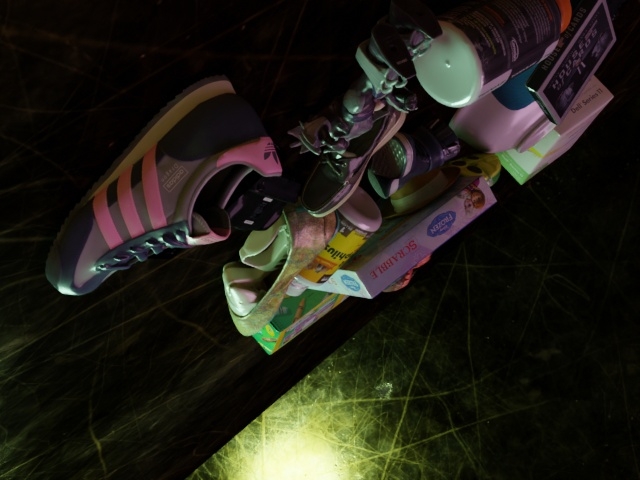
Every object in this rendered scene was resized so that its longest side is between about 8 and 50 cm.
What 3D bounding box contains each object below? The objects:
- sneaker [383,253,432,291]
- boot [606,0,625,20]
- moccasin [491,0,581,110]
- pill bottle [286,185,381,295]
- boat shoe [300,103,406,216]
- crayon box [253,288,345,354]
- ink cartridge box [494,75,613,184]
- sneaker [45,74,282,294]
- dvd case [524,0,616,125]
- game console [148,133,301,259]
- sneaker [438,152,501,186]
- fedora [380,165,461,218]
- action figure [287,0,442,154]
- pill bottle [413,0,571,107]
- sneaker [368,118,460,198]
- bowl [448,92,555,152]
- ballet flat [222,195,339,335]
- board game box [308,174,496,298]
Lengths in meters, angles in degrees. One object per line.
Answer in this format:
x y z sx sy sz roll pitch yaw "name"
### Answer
0.145 0.055 2.017 0.135 0.098 0.276 -26 167 -20 "sneaker"
0.520 -0.444 1.682 0.207 0.094 0.246 -44 174 -1 "boot"
0.378 -0.336 1.551 0.117 0.138 0.342 -41 170 -20 "moccasin"
0.000 0.000 1.638 0.215 0.117 0.117 -46 167 27 "pill bottle"
0.038 -0.133 1.391 0.223 0.080 0.073 -50 158 12 "boat shoe"
-0.024 0.130 2.118 0.278 0.081 0.165 -35 167 -23 "crayon box"
0.598 -0.305 2.361 0.207 0.119 0.353 -36 167 -19 "ink cartridge box"
-0.173 -0.023 0.998 0.319 0.131 0.112 -46 167 24 "sneaker"
0.411 -0.291 1.511 0.179 0.029 0.238 -57 159 8 "dvd case"
-0.120 -0.053 1.271 0.213 0.044 0.361 -41 168 10 "game console"
0.298 -0.112 1.931 0.109 0.124 0.295 -15 -178 -14 "sneaker"
0.177 -0.116 1.788 0.194 0.079 0.194 -29 -168 7 "fedora"
0.058 -0.186 1.213 0.185 0.099 0.285 -40 172 -29 "action figure"
0.255 -0.294 1.333 0.245 0.130 0.130 -32 166 -31 "pill bottle"
0.172 -0.166 1.622 0.163 0.086 0.226 -32 172 -11 "sneaker"
0.411 -0.272 1.884 0.298 0.134 0.298 -39 169 -9 "bowl"
-0.098 0.044 1.561 0.123 0.123 0.348 -27 163 -47 "ballet flat"
0.134 -0.011 1.822 0.318 0.066 0.318 -36 -166 -18 "board game box"
